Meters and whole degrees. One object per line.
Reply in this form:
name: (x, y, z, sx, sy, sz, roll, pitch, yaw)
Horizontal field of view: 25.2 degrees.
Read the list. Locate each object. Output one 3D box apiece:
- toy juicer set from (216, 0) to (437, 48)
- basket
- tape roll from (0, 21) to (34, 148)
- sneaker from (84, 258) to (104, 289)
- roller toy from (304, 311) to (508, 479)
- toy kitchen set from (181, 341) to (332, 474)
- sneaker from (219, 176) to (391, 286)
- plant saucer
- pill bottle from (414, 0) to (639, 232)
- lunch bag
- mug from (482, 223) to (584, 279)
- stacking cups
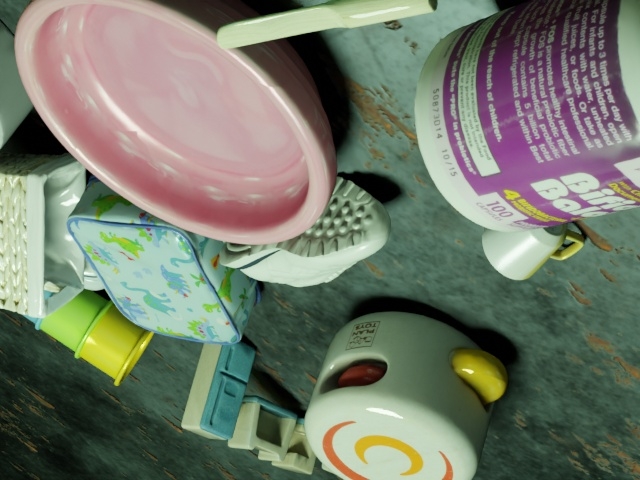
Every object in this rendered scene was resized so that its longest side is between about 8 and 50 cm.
toy juicer set: (0.018, -0.270, 1.037, 0.209, 0.089, 0.329, 6, 142, 6)
basket: (-0.329, -0.012, 1.590, 0.103, 0.113, 0.167, 9, 107, 14)
tape roll: (-0.413, -0.186, 1.530, 0.219, 0.072, 0.219, 21, 148, 14)
sneaker: (-0.349, -0.034, 1.698, 0.258, 0.094, 0.091, 22, 133, 4)
roller toy: (0.089, 0.173, 1.546, 0.191, 0.146, 0.209, 19, 143, 2)
toy kitchen set: (-0.031, 0.206, 1.765, 0.166, 0.122, 0.207, -3, 156, 43)
sneaker: (0.000, 0.000, 1.449, 0.095, 0.090, 0.235, 34, 156, -31)
plant saucer: (-0.126, -0.133, 1.347, 0.332, 0.084, 0.332, 23, 148, 15)
pill bottle: (0.221, -0.108, 0.997, 0.169, 0.169, 0.301, 45, 147, -22)
lunch bag: (-0.174, 0.019, 1.597, 0.176, 0.090, 0.219, 6, 143, 26)
mug: (0.194, -0.008, 1.292, 0.064, 0.078, 0.062, -43, 72, 50)
stacking cups: (-0.369, 0.068, 1.838, 0.316, 0.096, 0.096, 31, 150, -1)
